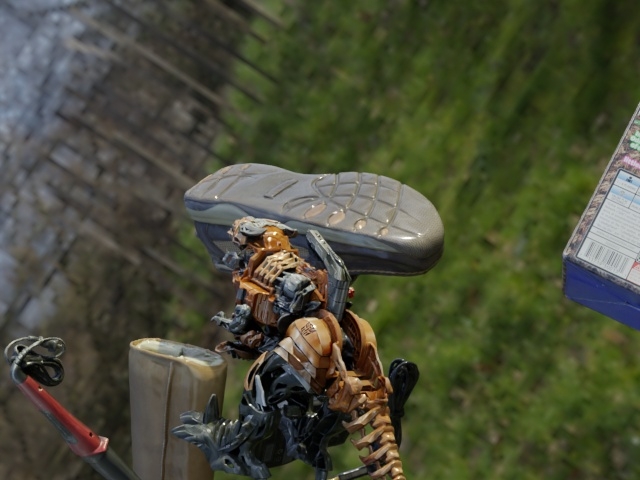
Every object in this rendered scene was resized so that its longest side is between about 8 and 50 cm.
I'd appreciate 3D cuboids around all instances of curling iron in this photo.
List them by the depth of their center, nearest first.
[{"bbox_3d":[-0.237,0.203,1.799,0.068,0.274,0.035,-47,26,-26],"label":"curling iron"}]

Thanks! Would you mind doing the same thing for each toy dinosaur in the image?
[{"bbox_3d":[-0.021,0.120,1.586,0.218,0.164,0.322,-61,26,28],"label":"toy dinosaur"}]

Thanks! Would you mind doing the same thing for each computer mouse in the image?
[{"bbox_3d":[-0.003,0.237,2.113,0.262,0.060,0.184,-17,-47,-31],"label":"computer mouse"}]

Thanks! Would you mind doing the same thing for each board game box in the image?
[{"bbox_3d":[0.407,-0.039,1.709,0.291,0.232,0.141,-61,-14,-11],"label":"board game box"}]

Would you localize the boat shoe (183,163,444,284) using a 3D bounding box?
[{"bbox_3d":[0.000,0.000,1.928,0.355,0.130,0.132,13,35,43],"label":"boat shoe"}]

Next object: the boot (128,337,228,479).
[{"bbox_3d":[-0.133,0.266,1.955,0.089,0.236,0.270,-11,-71,-62],"label":"boot"}]
